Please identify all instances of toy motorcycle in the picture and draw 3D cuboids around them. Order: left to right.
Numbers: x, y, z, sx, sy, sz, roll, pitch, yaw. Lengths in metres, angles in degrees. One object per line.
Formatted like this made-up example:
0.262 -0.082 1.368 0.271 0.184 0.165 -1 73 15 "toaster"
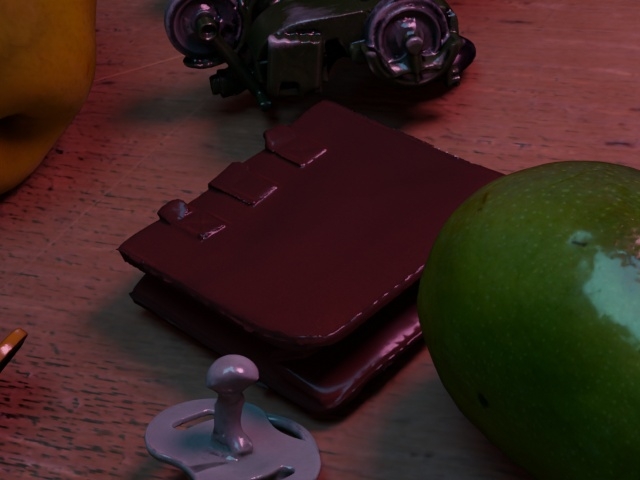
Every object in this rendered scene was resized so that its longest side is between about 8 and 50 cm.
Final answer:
0.002 -0.184 1.715 0.275 0.127 0.205 -13 29 -6 "toy motorcycle"

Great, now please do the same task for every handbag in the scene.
0.001 0.001 1.550 0.260 0.084 0.275 -40 41 -24 "handbag"

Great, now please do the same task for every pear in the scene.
-0.391 -0.244 1.790 0.362 0.362 0.418 -31 66 -12 "pear"

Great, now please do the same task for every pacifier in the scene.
-0.060 0.138 1.402 0.127 0.116 0.150 -12 29 -31 "pacifier"

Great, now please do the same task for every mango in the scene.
0.221 0.079 1.271 0.225 0.201 0.382 -49 46 -4 "mango"

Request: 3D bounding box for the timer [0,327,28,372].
-0.394 0.075 1.506 0.240 0.233 0.233 40 59 -2 "timer"
